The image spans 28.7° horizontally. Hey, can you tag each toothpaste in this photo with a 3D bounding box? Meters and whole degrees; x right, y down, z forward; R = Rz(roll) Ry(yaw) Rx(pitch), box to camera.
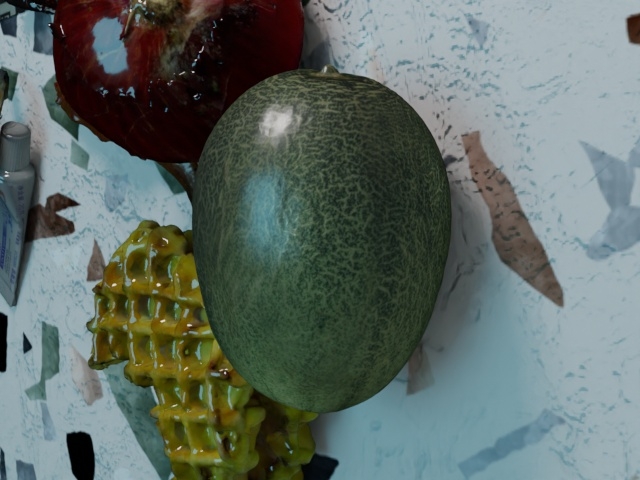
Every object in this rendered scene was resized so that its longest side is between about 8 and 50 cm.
[{"bbox_3d":[-0.458,-0.044,1.818,0.099,0.068,0.283,-106,28,-54],"label":"toothpaste"}]

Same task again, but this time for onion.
[{"bbox_3d":[-0.146,-0.217,1.329,0.276,0.276,0.276,6,98,47],"label":"onion"}]

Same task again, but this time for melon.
[{"bbox_3d":[0.000,0.000,1.179,0.248,0.248,0.329,17,113,46],"label":"melon"}]

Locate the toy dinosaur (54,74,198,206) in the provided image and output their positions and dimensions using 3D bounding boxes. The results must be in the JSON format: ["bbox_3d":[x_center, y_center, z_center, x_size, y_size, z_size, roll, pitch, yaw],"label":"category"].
[{"bbox_3d":[-0.233,-0.169,1.527,0.432,0.097,0.208,42,136,41],"label":"toy dinosaur"}]

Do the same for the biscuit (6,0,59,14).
[{"bbox_3d":[-0.363,-0.413,1.671,0.151,0.063,0.235,33,119,44],"label":"biscuit"}]

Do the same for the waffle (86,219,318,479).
[{"bbox_3d":[-0.136,0.139,1.397,0.324,0.151,0.261,52,137,26],"label":"waffle"}]

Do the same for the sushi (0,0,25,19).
[{"bbox_3d":[-0.536,-0.488,1.853,0.359,0.064,0.343,-5,90,47],"label":"sushi"}]

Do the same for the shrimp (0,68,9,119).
[{"bbox_3d":[-0.483,-0.173,1.801,0.150,0.051,0.217,-61,27,20],"label":"shrimp"}]
